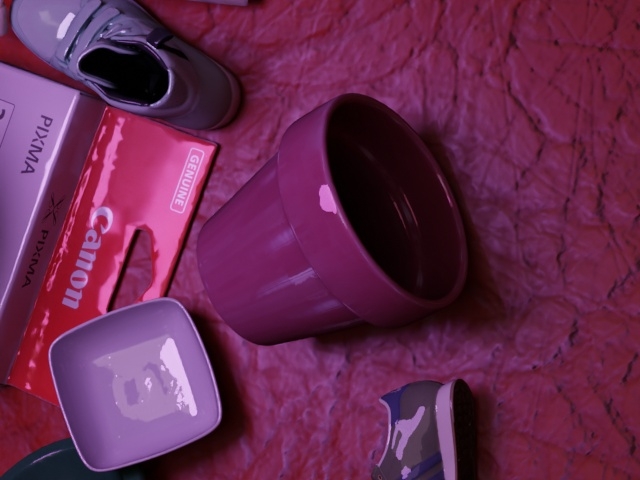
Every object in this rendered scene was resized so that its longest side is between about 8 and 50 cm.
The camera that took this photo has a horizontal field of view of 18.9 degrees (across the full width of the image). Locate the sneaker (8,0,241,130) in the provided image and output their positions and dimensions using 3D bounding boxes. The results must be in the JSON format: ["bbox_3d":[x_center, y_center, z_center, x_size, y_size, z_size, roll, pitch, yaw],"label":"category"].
[{"bbox_3d":[-0.206,-0.186,1.766,0.256,0.151,0.094,27,96,21],"label":"sneaker"}]

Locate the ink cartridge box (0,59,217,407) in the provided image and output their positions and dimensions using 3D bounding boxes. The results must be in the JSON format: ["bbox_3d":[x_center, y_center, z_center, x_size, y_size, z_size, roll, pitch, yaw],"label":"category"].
[{"bbox_3d":[-0.267,0.000,1.818,0.261,0.066,0.296,20,93,21],"label":"ink cartridge box"}]

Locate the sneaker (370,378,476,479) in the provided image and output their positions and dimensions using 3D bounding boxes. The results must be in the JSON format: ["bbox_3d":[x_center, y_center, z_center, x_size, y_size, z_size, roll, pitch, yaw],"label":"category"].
[{"bbox_3d":[0.087,0.217,1.675,0.086,0.064,0.192,-2,84,27],"label":"sneaker"}]

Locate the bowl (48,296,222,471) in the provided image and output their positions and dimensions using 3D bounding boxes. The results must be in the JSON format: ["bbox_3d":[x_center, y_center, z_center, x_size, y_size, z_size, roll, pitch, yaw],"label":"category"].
[{"bbox_3d":[-0.167,0.134,1.761,0.142,0.053,0.142,-20,76,-1],"label":"bowl"}]

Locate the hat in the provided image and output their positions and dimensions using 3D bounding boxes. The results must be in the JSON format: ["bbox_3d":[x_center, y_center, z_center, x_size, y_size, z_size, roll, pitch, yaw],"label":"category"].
[{"bbox_3d":[-0.210,0.315,1.789,0.173,0.184,0.208,-20,35,6],"label":"hat"}]

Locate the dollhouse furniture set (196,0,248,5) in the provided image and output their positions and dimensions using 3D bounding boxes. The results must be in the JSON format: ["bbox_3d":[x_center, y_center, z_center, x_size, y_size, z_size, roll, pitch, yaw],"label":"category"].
[{"bbox_3d":[-0.069,-0.398,1.782,0.286,0.198,0.303,6,55,-3],"label":"dollhouse furniture set"}]

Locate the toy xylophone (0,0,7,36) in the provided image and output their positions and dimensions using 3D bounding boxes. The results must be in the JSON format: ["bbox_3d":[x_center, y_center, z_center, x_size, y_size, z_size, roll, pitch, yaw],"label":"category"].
[{"bbox_3d":[-0.397,-0.294,1.767,0.236,0.081,0.323,13,126,4],"label":"toy xylophone"}]

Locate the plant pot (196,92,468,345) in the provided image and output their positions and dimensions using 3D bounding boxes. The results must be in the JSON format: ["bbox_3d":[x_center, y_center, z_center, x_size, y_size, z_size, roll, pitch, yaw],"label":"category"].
[{"bbox_3d":[0.000,0.000,1.665,0.180,0.201,0.201,-29,76,32],"label":"plant pot"}]
